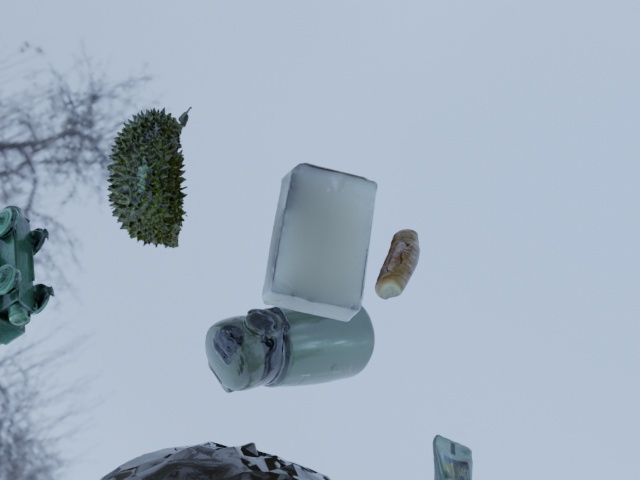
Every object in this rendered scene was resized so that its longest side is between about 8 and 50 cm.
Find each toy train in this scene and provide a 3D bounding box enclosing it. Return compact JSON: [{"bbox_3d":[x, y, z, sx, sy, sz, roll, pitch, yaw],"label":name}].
[{"bbox_3d":[-0.449,0.047,1.374,0.083,0.132,0.200,40,25,-45],"label":"toy train"}]

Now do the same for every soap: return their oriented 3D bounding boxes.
[{"bbox_3d":[0.000,0.000,1.238,0.064,0.122,0.183,130,-28,-65],"label":"soap"}]

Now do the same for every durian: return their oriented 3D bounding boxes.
[{"bbox_3d":[-0.267,-0.102,1.494,0.095,0.137,0.220,77,17,-83],"label":"durian"}]

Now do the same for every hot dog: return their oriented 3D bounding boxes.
[{"bbox_3d":[0.089,0.021,1.087,0.044,0.137,0.028,-14,-69,23],"label":"hot dog"}]

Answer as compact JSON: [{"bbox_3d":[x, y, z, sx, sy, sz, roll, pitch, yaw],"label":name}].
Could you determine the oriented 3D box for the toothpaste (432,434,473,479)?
[{"bbox_3d":[0.158,0.363,1.182,0.037,0.067,0.255,-32,-136,46],"label":"toothpaste"}]

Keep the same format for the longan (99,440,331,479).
[{"bbox_3d":[-0.099,0.386,0.975,0.391,0.391,0.391,42,-31,33],"label":"longan"}]

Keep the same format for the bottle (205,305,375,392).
[{"bbox_3d":[-0.062,0.195,1.824,0.169,0.347,0.168,2,-86,43],"label":"bottle"}]
